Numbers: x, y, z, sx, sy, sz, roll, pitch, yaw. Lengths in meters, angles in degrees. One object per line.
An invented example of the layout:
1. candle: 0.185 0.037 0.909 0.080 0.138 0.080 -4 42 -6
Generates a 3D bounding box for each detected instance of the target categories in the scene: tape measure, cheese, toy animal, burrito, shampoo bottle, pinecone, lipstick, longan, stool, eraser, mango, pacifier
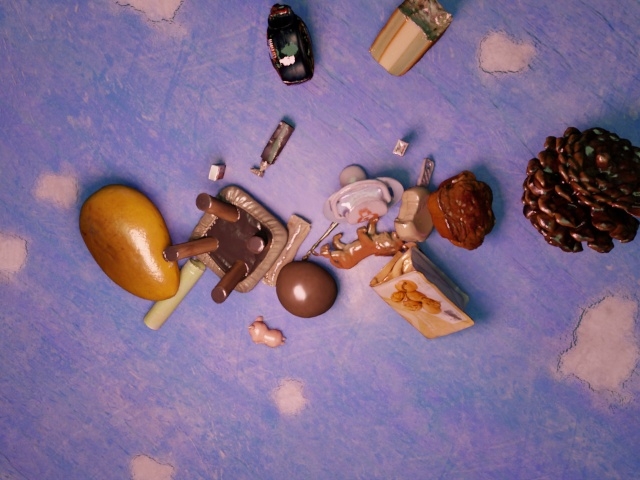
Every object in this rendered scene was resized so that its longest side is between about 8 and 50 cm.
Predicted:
1. tape measure: -0.097 -0.608 1.708 0.135 0.202 0.223 -12 83 9
2. cheese: 0.327 -0.136 1.781 0.082 0.163 0.286 6 83 45
3. toy animal: -0.196 0.336 1.932 0.150 0.083 0.089 30 88 -11
4. burrito: -0.123 0.042 1.888 0.082 0.059 0.275 28 101 8
5. shampoo bottle: -0.166 -0.310 1.835 0.063 0.057 0.208 32 100 0
6. pinecone: 0.813 -0.134 1.630 0.397 0.398 0.398 1 99 6
7. toy animal: 0.142 0.027 1.843 0.312 0.097 0.157 -26 102 11
8. lipstick: -0.528 0.191 1.943 0.076 0.076 0.304 40 101 -2
9. longan: -0.049 0.168 1.834 0.220 0.196 0.196 31 101 -12
10. stool: -0.312 0.008 1.797 0.310 0.226 0.310 38 104 6
11. eraser: -0.352 -0.235 1.832 0.029 0.122 0.052 15 101 0
12. mango: -0.638 0.015 1.845 0.301 0.220 0.445 -37 94 23
13. pacifier: 0.130 -0.171 1.788 0.279 0.227 0.207 -18 56 6

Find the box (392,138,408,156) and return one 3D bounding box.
1. box: 0.264 -0.303 1.763 0.036 0.117 0.051 26 103 5

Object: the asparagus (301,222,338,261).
1. asparagus: 0.000 0.000 1.887 0.233 0.023 0.022 -49 47 10

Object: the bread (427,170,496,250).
1. bread: 0.466 -0.095 1.737 0.232 0.135 0.247 -35 104 -21

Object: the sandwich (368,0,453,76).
1. sandwich: 0.274 -0.642 1.667 0.155 0.198 0.227 43 100 -2

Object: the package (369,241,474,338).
1. package: 0.353 0.166 1.806 0.311 0.165 0.221 42 136 -19
